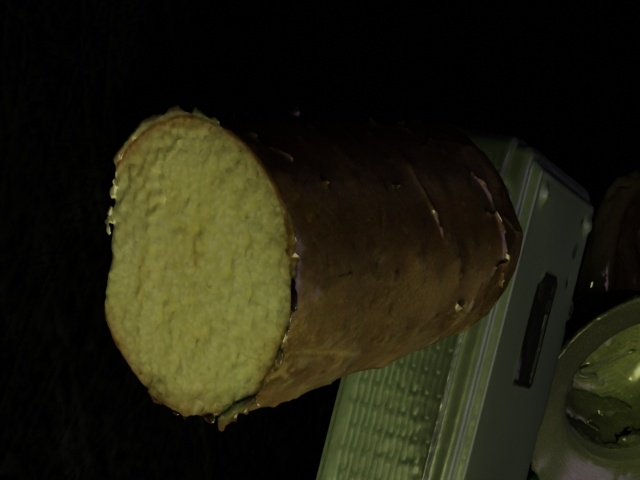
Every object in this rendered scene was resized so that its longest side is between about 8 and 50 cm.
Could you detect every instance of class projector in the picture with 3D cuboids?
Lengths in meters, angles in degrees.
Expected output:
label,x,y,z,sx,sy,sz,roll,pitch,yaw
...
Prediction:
label,x,y,z,sx,sy,sz,roll,pitch,yaw
projector,0.100,0.064,0.986,0.192,0.099,0.256,21,82,-67

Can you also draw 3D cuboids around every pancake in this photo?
label,x,y,z,sx,sy,sz,roll,pitch,yaw
pancake,0.310,0.041,1.498,0.242,0.050,0.241,12,90,-67

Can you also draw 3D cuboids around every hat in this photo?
label,x,y,z,sx,sy,sz,roll,pitch,yaw
hat,0.285,0.123,1.350,0.130,0.257,0.257,-118,-157,-59

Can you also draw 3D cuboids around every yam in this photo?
label,x,y,z,sx,sy,sz,roll,pitch,yaw
yam,0.002,0.001,0.707,0.129,0.128,0.238,-50,162,26

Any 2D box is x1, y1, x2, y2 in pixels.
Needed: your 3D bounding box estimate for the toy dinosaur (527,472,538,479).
label,x,y,z,sx,sy,sz,roll,pitch,yaw
toy dinosaur,0.276,0.385,1.569,0.301,0.087,0.447,-18,126,-45
